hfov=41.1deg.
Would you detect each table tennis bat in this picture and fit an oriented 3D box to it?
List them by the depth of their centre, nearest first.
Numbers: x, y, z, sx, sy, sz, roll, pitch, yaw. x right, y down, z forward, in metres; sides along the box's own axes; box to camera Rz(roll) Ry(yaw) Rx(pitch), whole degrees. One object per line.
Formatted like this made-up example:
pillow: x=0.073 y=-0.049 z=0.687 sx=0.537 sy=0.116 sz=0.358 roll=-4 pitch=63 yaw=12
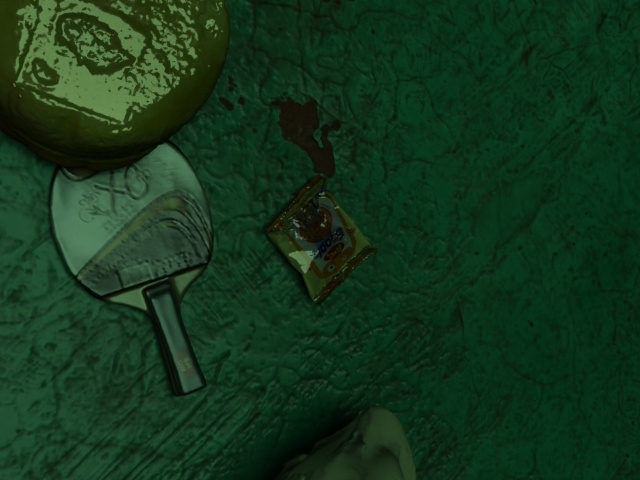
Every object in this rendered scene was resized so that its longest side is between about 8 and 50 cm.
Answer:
table tennis bat: x=-0.189 y=0.023 z=0.929 sx=0.173 sy=0.022 sz=0.301 roll=-18 pitch=91 yaw=-25

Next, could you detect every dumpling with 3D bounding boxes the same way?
dumpling: x=0.021 y=0.346 z=0.903 sx=0.318 sy=0.187 sz=0.243 roll=-44 pitch=106 yaw=-14

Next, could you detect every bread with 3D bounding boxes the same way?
bread: x=-0.227 y=-0.211 z=0.864 sx=0.270 sy=0.148 sz=0.270 roll=2 pitch=83 yaw=-21

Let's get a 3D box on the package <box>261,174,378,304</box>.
package: x=-0.001 y=-0.002 z=1.014 sx=0.108 sy=0.031 sz=0.120 roll=-42 pitch=104 yaw=-22
